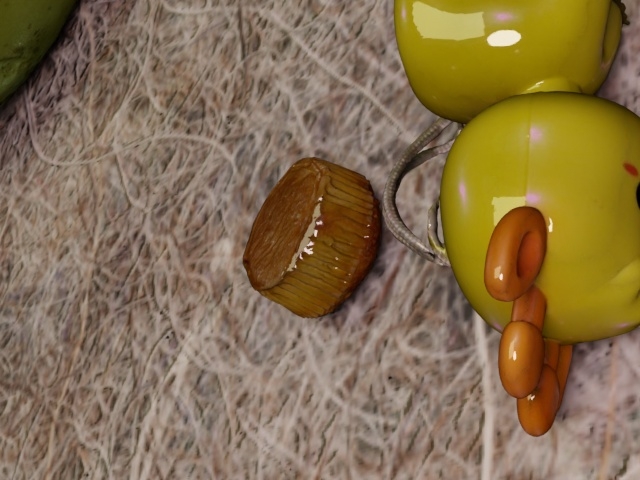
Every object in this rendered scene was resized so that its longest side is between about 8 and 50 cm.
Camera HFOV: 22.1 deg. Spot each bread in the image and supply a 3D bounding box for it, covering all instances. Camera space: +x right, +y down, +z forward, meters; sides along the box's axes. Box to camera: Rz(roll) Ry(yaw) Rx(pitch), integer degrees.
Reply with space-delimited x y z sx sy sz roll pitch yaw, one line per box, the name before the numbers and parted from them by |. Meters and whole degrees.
bread | 0.000 0.000 0.872 0.085 0.053 0.085 -43 33 38

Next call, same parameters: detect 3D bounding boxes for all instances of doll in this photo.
doll | 0.089 -0.027 0.720 0.135 0.143 0.221 -4 64 12

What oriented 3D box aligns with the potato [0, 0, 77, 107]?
potato | -0.271 -0.205 1.180 0.304 0.216 0.216 -47 41 10
